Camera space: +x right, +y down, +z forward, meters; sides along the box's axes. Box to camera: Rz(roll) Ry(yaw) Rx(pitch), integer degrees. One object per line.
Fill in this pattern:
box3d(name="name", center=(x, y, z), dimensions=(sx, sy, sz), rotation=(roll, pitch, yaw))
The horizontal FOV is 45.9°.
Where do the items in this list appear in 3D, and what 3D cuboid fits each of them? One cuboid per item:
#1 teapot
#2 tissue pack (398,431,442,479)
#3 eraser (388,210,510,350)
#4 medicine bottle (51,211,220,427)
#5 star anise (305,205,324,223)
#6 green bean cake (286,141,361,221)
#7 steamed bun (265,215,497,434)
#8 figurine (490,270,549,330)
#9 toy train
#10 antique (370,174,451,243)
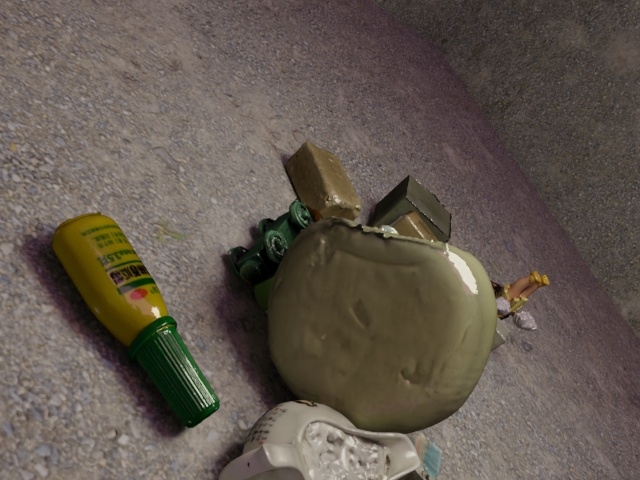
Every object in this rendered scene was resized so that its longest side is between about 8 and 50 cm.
box3d(name="teapot", center=(-0.010, 0.300, 0.959), dimensions=(0.299, 0.166, 0.208), rotation=(20, 50, -53))
box3d(name="tissue pack", center=(0.147, 0.364, 1.207), dimensions=(0.059, 0.074, 0.094), rotation=(48, 28, -9))
box3d(name="eraser", center=(0.247, 0.109, 1.634), dimensions=(0.343, 0.144, 0.078), rotation=(52, 24, 5))
box3d(name="medicine bottle", center=(-0.233, 0.101, 0.971), dimensions=(0.309, 0.076, 0.111), rotation=(55, 28, 10))
box3d(name="star anise", center=(0.000, 0.000, 1.493), dimensions=(0.168, 0.057, 0.168), rotation=(38, 27, -23))
box3d(name="green bean cake", center=(0.007, -0.117, 1.631), dimensions=(0.109, 0.085, 0.179), rotation=(20, 37, -47))
box3d(name="steamed bun", center=(0.094, 0.130, 1.160), dimensions=(0.334, 0.312, 0.233), rotation=(22, 5, 20))
box3d(name="figurine", center=(0.407, 0.145, 1.730), dimensions=(0.174, 0.240, 0.116), rotation=(25, 54, -37))
box3d(name="toy train", center=(-0.057, 0.036, 1.318), dimensions=(0.157, 0.105, 0.253), rotation=(58, 25, -13))
box3d(name="antique", center=(0.209, -0.039, 1.767), dimensions=(0.152, 0.148, 0.147), rotation=(43, 26, -11))
